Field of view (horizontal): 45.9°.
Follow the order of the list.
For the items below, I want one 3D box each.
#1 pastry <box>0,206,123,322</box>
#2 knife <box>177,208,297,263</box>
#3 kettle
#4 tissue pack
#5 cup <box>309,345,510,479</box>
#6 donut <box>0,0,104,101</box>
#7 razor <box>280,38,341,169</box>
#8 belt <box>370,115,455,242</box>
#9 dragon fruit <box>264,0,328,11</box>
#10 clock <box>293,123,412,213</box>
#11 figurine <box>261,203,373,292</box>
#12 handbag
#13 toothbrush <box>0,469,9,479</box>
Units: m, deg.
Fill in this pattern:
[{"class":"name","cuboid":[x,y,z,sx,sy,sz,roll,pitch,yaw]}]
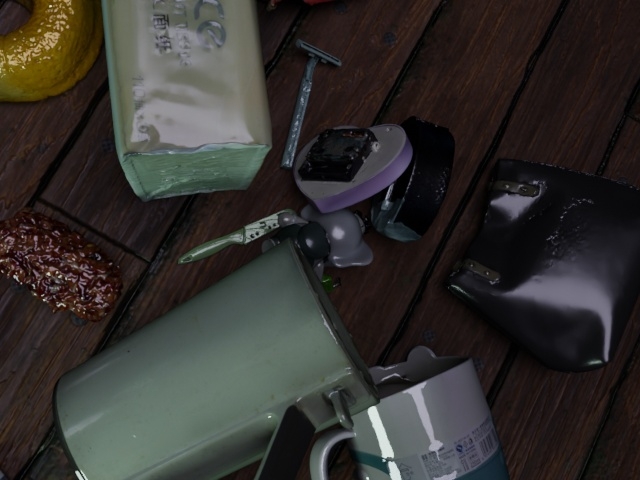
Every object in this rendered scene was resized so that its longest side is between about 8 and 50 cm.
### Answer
[{"class":"pastry","cuboid":[-0.382,0.036,1.093,0.209,0.097,0.115,32,84,-6]},{"class":"knife","cuboid":[-0.130,-0.004,1.200,0.207,0.014,0.030,-25,87,-15]},{"class":"kettle","cuboid":[-0.127,0.223,0.978,0.377,0.361,0.250,-28,130,2]},{"class":"tissue pack","cuboid":[-0.192,-0.281,1.056,0.205,0.332,0.404,-5,85,-12]},{"class":"cup","cuboid":[0.126,0.315,1.109,0.290,0.219,0.257,-19,89,-24]},{"class":"donut","cuboid":[-0.476,-0.346,1.115,0.303,0.110,0.302,1,83,-12]},{"class":"razor","cuboid":[-0.032,-0.217,1.243,0.084,0.036,0.211,20,84,-30]},{"class":"belt","cuboid":[0.141,-0.094,1.205,0.078,0.151,0.198,17,78,-18]},{"class":"dragon fruit","cuboid":[-0.047,-0.473,1.216,0.211,0.134,0.262,-50,132,0]},{"class":"clock","cuboid":[0.032,-0.120,1.153,0.172,0.198,0.064,-55,131,-29]},{"class":"figurine","cuboid":[0.000,0.000,1.177,0.192,0.126,0.147,-21,77,-31]},{"class":"handbag","cuboid":[0.377,0.027,1.252,0.288,0.152,0.342,26,74,3]},{"class":"toothbrush","cuboid":[-0.383,0.426,1.084,0.026,0.024,0.288,-41,94,0]}]
